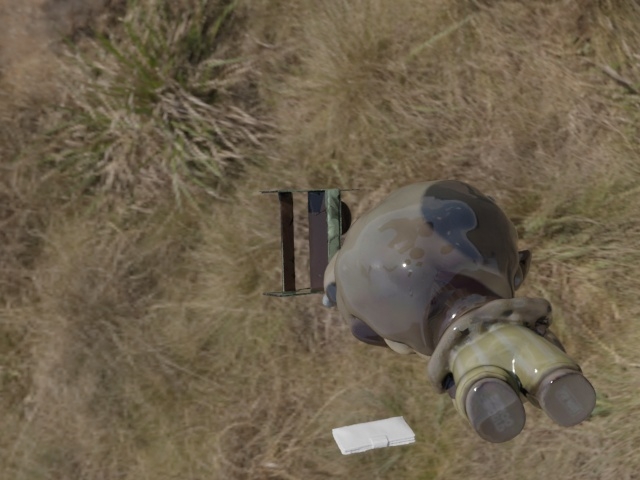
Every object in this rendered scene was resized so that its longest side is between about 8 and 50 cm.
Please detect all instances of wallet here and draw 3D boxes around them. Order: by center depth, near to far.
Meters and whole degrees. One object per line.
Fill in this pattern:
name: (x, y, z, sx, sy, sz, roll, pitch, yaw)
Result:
wallet: (0.058, 0.208, 0.959, 0.044, 0.083, 0.011, -126, 32, -64)

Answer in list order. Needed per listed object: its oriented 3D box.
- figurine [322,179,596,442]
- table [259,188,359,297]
figurine: (0.142, 0.070, 0.972, 0.248, 0.203, 0.381, -34, 34, 2)
table: (0.000, 0.000, 1.271, 0.062, 0.175, 0.146, 1, 95, 54)
